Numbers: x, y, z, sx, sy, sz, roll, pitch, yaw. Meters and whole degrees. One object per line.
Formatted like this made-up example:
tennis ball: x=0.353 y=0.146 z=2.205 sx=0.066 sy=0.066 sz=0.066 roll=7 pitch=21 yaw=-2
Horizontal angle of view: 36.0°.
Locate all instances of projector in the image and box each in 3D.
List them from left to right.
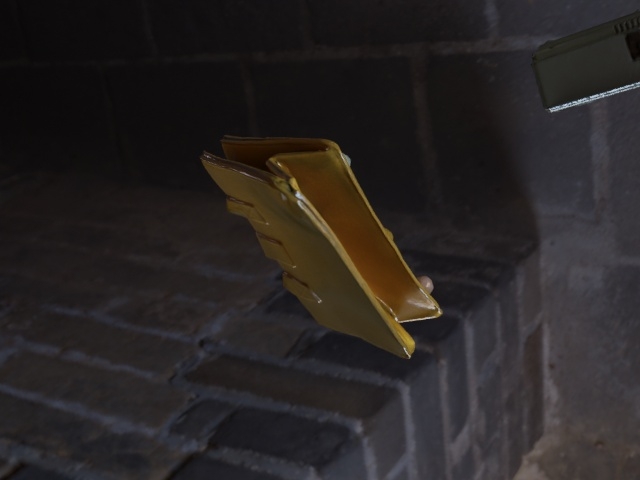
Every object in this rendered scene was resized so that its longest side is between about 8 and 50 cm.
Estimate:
projector: x=0.427 y=-0.258 z=1.370 sx=0.192 sy=0.257 sz=0.099 roll=-15 pitch=94 yaw=39

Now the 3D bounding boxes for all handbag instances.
handbag: x=0.000 y=0.000 z=1.544 sx=0.283 sy=0.133 sz=0.401 roll=10 pitch=144 yaw=48
